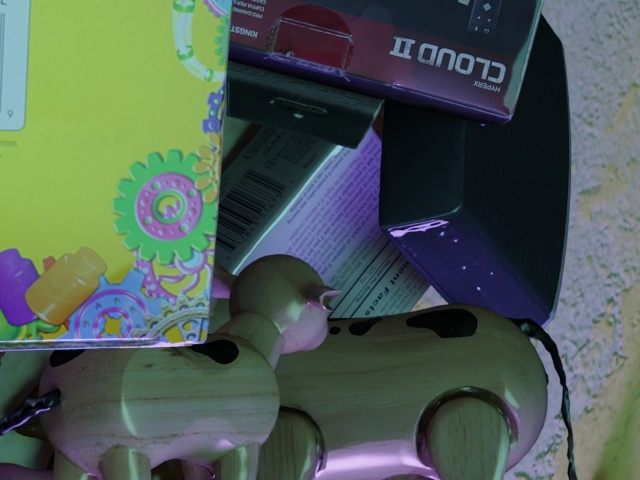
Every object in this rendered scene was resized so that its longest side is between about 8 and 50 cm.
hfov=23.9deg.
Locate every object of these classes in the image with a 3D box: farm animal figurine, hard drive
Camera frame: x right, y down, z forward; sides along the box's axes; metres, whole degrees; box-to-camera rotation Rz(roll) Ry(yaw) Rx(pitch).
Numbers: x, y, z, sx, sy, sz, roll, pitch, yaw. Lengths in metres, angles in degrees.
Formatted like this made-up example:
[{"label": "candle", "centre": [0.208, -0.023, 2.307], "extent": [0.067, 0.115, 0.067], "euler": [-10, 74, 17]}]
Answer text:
[{"label": "farm animal figurine", "centre": [-0.025, 0.082, 0.774], "extent": [0.327, 0.330, 0.172], "euler": [1, 81, -13]}, {"label": "hard drive", "centre": [0.104, -0.073, 0.955], "extent": [0.172, 0.054, 0.254], "euler": [46, 40, -41]}]

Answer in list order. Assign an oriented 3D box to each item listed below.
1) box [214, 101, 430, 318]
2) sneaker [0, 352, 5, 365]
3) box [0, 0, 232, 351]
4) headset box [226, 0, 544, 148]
[{"label": "box", "centre": [0.000, 0.000, 0.932], "extent": [0.126, 0.072, 0.137], "euler": [-50, 131, -11]}, {"label": "sneaker", "centre": [-0.270, 0.105, 0.689], "extent": [0.282, 0.099, 0.153], "euler": [-61, 139, -21]}, {"label": "box", "centre": [-0.209, -0.082, 0.509], "extent": [0.290, 0.279, 0.177], "euler": [0, 103, -22]}, {"label": "headset box", "centre": [0.020, -0.199, 0.797], "extent": [0.218, 0.110, 0.293], "euler": [14, 92, -1]}]
